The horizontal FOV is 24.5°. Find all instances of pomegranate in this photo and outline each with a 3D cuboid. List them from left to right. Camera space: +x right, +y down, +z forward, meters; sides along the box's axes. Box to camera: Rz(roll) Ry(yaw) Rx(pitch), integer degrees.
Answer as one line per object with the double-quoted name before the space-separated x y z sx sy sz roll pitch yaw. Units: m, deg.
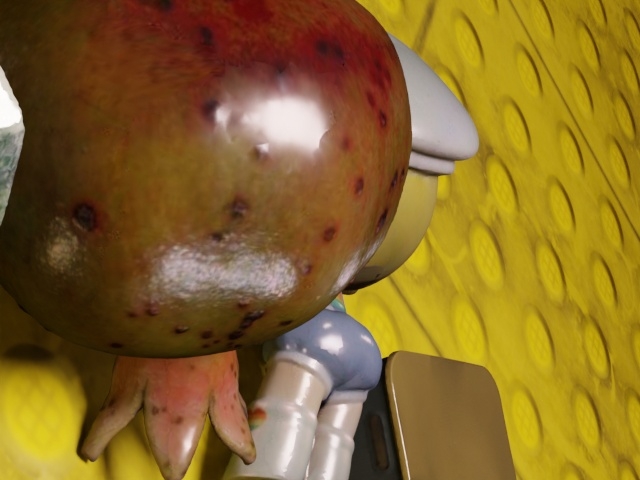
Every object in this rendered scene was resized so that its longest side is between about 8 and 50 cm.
"pomegranate" -0.089 -0.035 0.917 0.291 0.290 0.323 -76 178 -46

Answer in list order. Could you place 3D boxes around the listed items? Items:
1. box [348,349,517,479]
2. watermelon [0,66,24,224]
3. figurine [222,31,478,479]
"box" 0.078 0.176 1.218 0.201 0.090 0.144 15 60 -58
"watermelon" -0.275 -0.087 0.726 0.310 0.193 0.232 34 63 -30
"figurine" 0.019 0.013 1.109 0.224 0.205 0.382 15 68 -50
